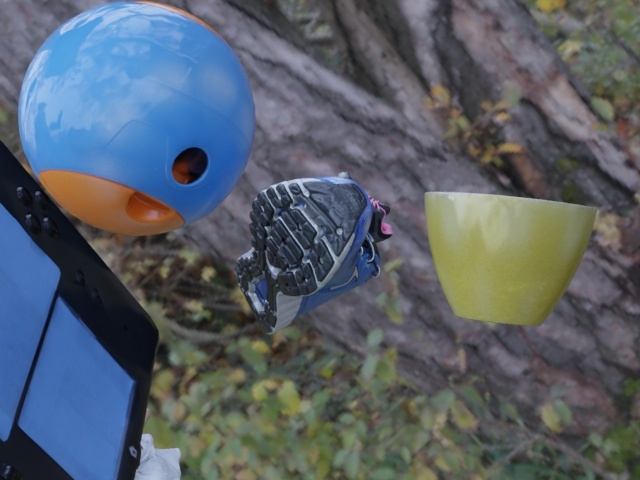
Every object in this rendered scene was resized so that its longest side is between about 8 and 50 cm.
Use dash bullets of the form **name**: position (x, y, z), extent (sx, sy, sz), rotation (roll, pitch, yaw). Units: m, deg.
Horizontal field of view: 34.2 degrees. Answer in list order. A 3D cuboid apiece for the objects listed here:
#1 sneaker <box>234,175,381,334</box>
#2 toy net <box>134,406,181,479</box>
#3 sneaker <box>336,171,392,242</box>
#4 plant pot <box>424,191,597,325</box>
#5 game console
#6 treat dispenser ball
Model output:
- **sneaker**: position (0.000, 0.000, 1.209), extent (0.147, 0.130, 0.330), rotation (-26, -10, -22)
- **toy net**: position (-0.233, 0.194, 1.117), extent (0.122, 0.045, 0.232), rotation (-16, 38, -32)
- **sneaker**: position (0.057, -0.042, 1.311), extent (0.057, 0.119, 0.047), rotation (-17, 37, 12)
- **plant pot**: position (0.144, 0.016, 0.819), extent (0.134, 0.134, 0.095), rotation (-172, 88, -74)
- **game console**: position (-0.267, 0.101, 0.928), extent (0.060, 0.342, 0.387), rotation (-28, 31, 19)
- **treat dispenser ball**: position (-0.223, -0.150, 1.284), extent (0.288, 0.288, 0.288), rotation (-39, 13, 11)
